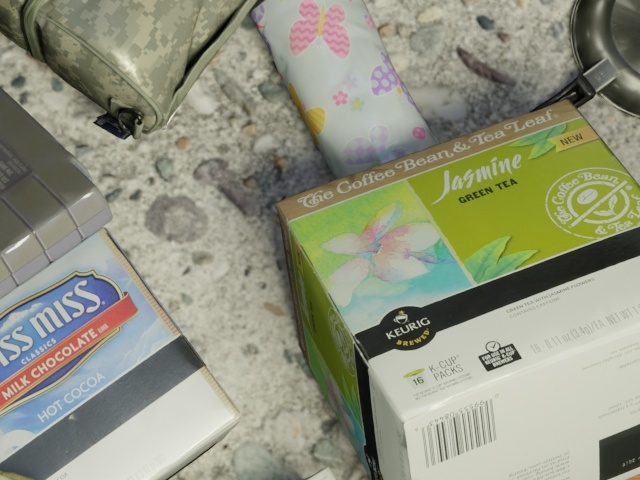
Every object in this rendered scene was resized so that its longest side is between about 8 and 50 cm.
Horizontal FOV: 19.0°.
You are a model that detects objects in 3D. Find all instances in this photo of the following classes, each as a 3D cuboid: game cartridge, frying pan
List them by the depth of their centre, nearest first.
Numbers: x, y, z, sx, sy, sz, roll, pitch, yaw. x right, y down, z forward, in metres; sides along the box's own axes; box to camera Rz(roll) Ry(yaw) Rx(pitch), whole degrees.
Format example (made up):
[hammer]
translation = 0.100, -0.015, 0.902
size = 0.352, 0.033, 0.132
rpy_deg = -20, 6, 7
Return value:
[game cartridge]
translation = -0.371, -0.051, 1.857
size = 0.230, 0.068, 0.355
rpy_deg = -32, 42, -16
[frying pan]
translation = 0.313, -0.213, 2.101
size = 0.326, 0.053, 0.197
rpy_deg = -12, 79, -13

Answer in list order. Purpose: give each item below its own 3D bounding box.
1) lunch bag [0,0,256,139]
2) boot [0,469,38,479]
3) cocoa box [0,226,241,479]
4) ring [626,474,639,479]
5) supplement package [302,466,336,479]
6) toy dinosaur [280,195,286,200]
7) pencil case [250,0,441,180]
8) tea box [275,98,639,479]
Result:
[lunch bag]
translation = -0.187, -0.286, 1.956
size = 0.256, 0.212, 0.305
rpy_deg = 36, 75, 5
[boot]
translation = -0.306, 0.192, 1.671
size = 0.165, 0.077, 0.213
rpy_deg = 13, 83, -4
[cocoa box]
translation = -0.284, 0.188, 1.834
size = 0.347, 0.231, 0.228
rpy_deg = -35, 86, -13
[ring]
translation = 0.333, 0.403, 1.980
size = 0.337, 0.032, 0.336
rpy_deg = 2, 77, -8
[supplement package]
translation = 0.003, 0.366, 1.884
size = 0.134, 0.139, 0.244
rpy_deg = -29, 85, -16
[toy dinosaur]
translation = 0.000, 0.000, 2.001
size = 0.082, 0.090, 0.047
rpy_deg = 31, 91, 31
[pencil case]
translation = 0.037, -0.157, 2.012
size = 0.124, 0.113, 0.273
rpy_deg = -28, 83, -11
[tea box]
translation = 0.170, 0.079, 1.861
size = 0.329, 0.220, 0.323
rpy_deg = -20, 44, -12
